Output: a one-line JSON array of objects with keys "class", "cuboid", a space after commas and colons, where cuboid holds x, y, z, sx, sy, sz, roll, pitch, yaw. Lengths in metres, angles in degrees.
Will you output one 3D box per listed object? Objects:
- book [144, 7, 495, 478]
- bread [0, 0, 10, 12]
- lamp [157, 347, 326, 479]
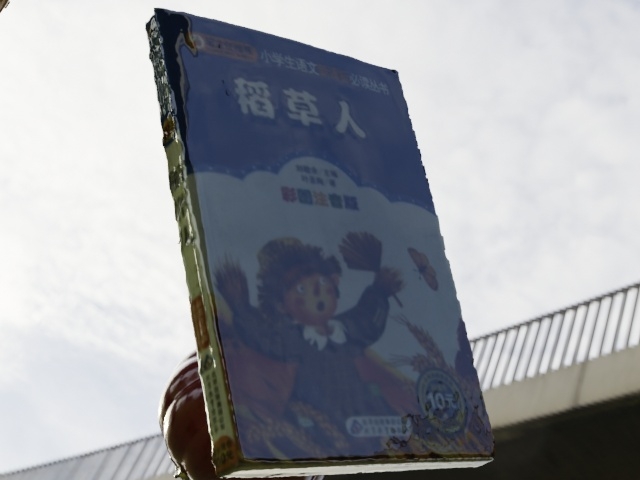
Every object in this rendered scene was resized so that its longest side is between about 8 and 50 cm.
[{"class": "book", "cuboid": [0.000, 0.000, 1.018, 0.300, 0.428, 0.039, 6, -29, -38]}, {"class": "bread", "cuboid": [-0.354, -0.236, 0.888, 0.092, 0.074, 0.239, -4, -19, 44]}, {"class": "lamp", "cuboid": [-0.083, 0.214, 1.342, 0.226, 0.227, 0.227, 14, -43, 14]}]
